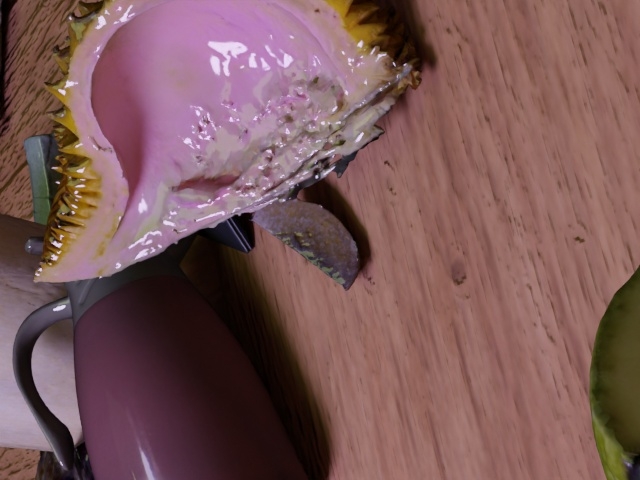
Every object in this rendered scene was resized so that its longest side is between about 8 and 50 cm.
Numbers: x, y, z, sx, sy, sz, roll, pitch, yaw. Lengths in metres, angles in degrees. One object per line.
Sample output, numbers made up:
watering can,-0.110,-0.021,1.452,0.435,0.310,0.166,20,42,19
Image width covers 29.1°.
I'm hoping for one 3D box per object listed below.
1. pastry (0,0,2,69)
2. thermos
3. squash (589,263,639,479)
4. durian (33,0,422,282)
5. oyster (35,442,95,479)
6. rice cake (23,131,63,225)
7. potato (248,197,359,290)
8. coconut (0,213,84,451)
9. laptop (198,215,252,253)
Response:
pastry,-0.392,-0.237,1.368,0.121,0.089,0.258,-124,43,-52
thermos,-0.132,0.112,0.927,0.265,0.176,0.146,62,178,27
squash,0.199,0.108,0.541,0.093,0.169,0.252,40,162,52
durian,-0.094,-0.122,0.823,0.305,0.185,0.195,-35,34,31
oyster,-0.244,0.311,1.221,0.271,0.100,0.275,-108,25,-45
rice cake,-0.264,0.013,1.243,0.045,0.042,0.245,0,95,46
potato,0.000,-0.001,0.832,0.093,0.036,0.037,35,89,29
coconut,-0.269,0.082,1.075,0.202,0.222,0.202,-167,90,-74
laptop,-0.128,-0.055,0.980,0.180,0.016,0.129,20,148,56
